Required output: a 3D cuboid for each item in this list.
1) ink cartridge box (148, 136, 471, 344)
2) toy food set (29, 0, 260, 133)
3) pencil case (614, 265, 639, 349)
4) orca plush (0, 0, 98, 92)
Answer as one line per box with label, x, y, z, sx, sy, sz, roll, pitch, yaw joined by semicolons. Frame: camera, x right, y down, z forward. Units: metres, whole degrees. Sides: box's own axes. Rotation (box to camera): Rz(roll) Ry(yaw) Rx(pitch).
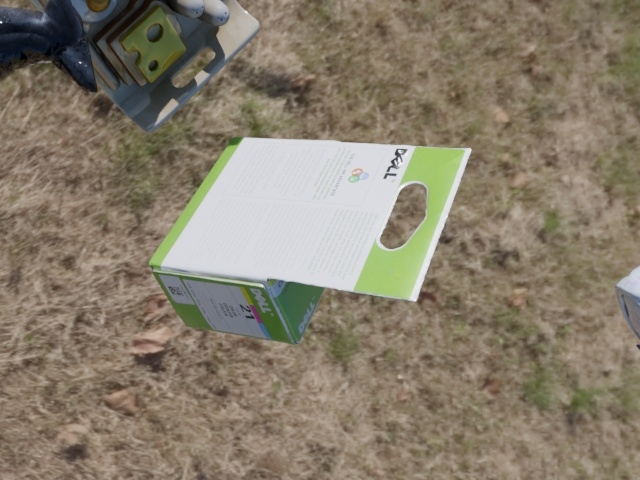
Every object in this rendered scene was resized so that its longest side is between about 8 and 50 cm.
ink cartridge box;0.000;0.000;0.721;0.188;0.255;0.097;-63;148;-36
toy food set;-0.199;-0.287;0.904;0.219;0.092;0.306;-47;150;-10
pencil case;0.436;0.021;0.772;0.273;0.124;0.113;-37;137;2
orca plush;-0.316;-0.099;0.576;0.287;0.102;0.151;-7;124;-7
